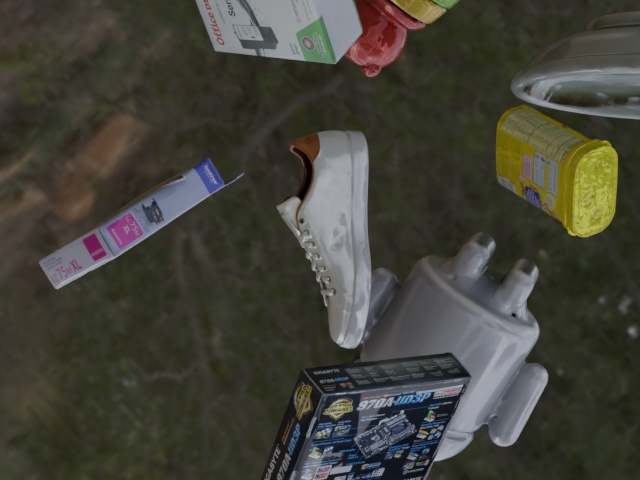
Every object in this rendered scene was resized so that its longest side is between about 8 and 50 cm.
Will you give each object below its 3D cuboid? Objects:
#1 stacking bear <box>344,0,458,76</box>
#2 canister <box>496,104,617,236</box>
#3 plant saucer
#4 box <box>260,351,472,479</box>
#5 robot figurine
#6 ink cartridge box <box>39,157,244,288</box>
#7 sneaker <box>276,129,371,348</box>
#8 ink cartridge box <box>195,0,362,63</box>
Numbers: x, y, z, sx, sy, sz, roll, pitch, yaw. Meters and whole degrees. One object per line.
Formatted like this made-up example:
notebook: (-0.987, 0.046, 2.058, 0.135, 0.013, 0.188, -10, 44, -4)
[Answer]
stacking bear: (0.129, -0.375, 2.175, 0.289, 0.175, 0.164, -51, 168, 16)
canister: (0.306, -0.095, 1.964, 0.073, 0.170, 0.126, -19, 123, -25)
plant saucer: (0.453, -0.233, 1.977, 0.400, 0.400, 0.101, 23, 70, -82)
box: (0.053, 0.220, 1.737, 0.220, 0.051, 0.175, -4, 127, -35)
robot figurine: (0.169, 0.163, 2.095, 0.353, 0.300, 0.200, -58, 170, 15)
ink cartridge box: (-0.281, -0.038, 2.373, 0.185, 0.065, 0.311, -24, -173, 47)
sneaker: (0.000, 0.000, 1.993, 0.123, 0.290, 0.106, -1, 176, -14)
ink cartridge box: (-0.065, -0.330, 2.036, 0.087, 0.208, 0.153, -54, 139, -34)
